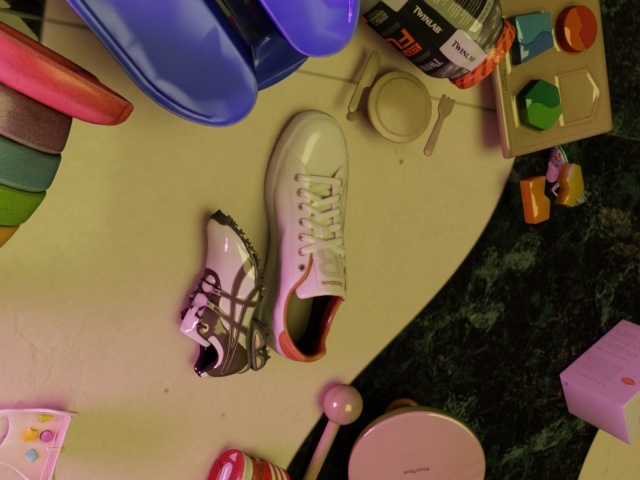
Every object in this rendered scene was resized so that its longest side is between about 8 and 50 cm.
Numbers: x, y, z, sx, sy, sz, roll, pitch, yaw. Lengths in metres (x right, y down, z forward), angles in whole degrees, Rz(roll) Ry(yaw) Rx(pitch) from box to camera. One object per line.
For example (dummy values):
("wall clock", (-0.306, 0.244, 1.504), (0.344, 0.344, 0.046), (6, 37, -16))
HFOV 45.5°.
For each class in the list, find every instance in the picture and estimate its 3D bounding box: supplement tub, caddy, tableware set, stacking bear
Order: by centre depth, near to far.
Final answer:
("stacking bear", (-0.314, -0.041, 0.639), (0.164, 0.175, 0.289), (28, 95, -38))
("caddy", (-0.115, -0.272, 0.686), (0.241, 0.179, 0.341), (-34, 123, 5))
("supplement tub", (0.118, -0.262, 0.848), (0.190, 0.117, 0.117), (36, 83, -18))
("tableware set", (0.111, -0.210, 0.932), (0.128, 0.039, 0.194), (27, 83, -20))

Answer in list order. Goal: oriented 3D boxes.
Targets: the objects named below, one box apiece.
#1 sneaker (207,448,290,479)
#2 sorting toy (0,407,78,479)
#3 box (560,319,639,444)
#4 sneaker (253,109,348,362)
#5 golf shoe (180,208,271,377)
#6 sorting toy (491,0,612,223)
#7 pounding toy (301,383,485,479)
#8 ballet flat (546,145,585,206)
("sneaker", (-0.101, 0.377, 0.939), (0.128, 0.087, 0.221), (27, 90, -34))
("sorting toy", (-0.301, 0.203, 0.785), (0.075, 0.045, 0.083), (17, 94, -28))
("box", (0.510, 0.231, 1.268), (0.170, 0.130, 0.091), (-34, 120, -20))
("sneaker", (0.000, 0.000, 0.872), (0.105, 0.123, 0.290), (1, 102, -31))
("golf shoe", (-0.113, 0.067, 0.845), (0.093, 0.077, 0.198), (-18, 112, -28))
("sorting toy", (0.330, -0.190, 1.052), (0.229, 0.041, 0.307), (-17, 103, -29))
("pounding toy", (0.100, 0.280, 1.050), (0.236, 0.110, 0.183), (16, 108, -6))
("ballet flat", (0.358, -0.091, 1.132), (0.041, 0.041, 0.114), (-45, 122, -14))
